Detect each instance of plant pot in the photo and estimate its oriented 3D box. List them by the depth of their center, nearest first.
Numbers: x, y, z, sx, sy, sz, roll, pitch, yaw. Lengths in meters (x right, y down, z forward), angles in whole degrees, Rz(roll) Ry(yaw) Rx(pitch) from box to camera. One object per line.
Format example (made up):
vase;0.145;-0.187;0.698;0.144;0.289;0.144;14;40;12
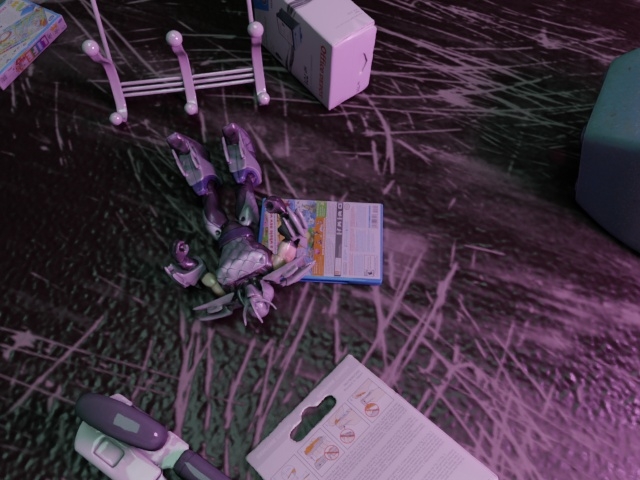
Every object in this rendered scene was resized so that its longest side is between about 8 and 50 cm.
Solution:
plant pot;0.471;-0.114;0.761;0.252;0.247;0.247;16;63;27

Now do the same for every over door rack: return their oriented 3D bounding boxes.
over door rack;-0.205;-0.326;0.818;0.240;0.324;0.108;-8;27;-6

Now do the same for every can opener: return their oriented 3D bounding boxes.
can opener;-0.148;0.259;0.635;0.284;0.095;0.076;31;68;14

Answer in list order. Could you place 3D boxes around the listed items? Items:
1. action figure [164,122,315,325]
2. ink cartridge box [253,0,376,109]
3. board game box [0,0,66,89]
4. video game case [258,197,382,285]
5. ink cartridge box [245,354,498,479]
action figure;-0.113;-0.018;0.770;0.186;0.099;0.284;-21;60;1
ink cartridge box;-0.014;-0.313;0.900;0.082;0.139;0.190;-34;68;-18
board game box;-0.498;-0.319;0.960;0.104;0.026;0.154;27;66;12
video game case;0.000;0.000;0.813;0.167;0.015;0.119;3;64;1
ink cartridge box;0.054;0.263;0.674;0.181;0.056;0.225;-42;52;-19
